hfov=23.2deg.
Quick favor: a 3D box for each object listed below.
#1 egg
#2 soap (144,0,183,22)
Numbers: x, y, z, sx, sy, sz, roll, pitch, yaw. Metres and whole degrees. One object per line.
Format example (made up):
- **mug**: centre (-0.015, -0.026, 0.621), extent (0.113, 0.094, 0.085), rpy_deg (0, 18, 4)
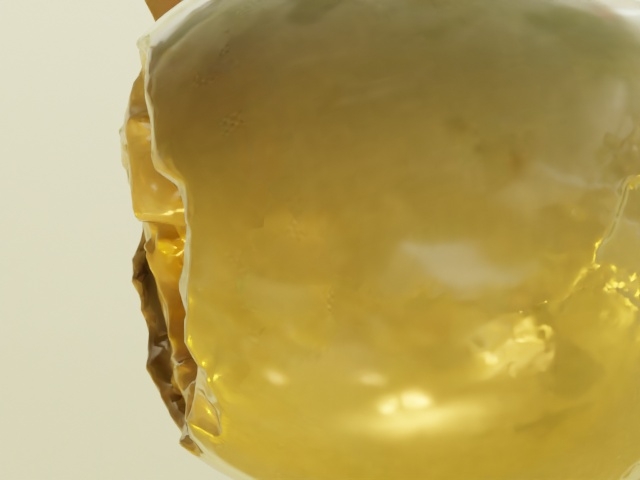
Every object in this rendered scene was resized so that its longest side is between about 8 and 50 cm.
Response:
- **egg**: centre (0.080, -0.005, 0.716), extent (0.336, 0.278, 0.278), rpy_deg (-2, -137, -9)
- **soap**: centre (0.062, -0.123, 1.043), extent (0.296, 0.285, 0.107), rpy_deg (-19, -165, 31)
